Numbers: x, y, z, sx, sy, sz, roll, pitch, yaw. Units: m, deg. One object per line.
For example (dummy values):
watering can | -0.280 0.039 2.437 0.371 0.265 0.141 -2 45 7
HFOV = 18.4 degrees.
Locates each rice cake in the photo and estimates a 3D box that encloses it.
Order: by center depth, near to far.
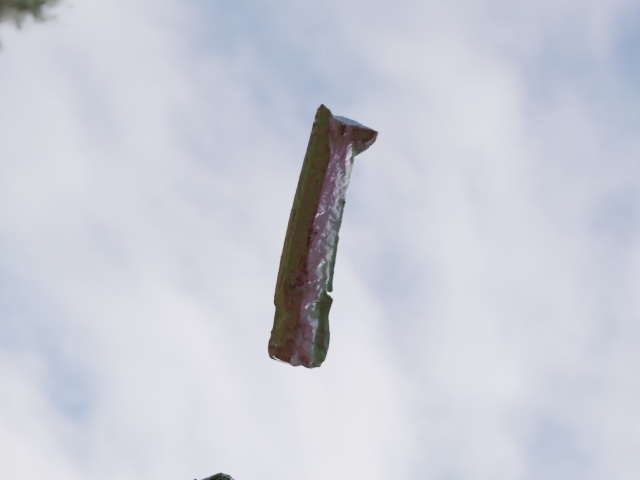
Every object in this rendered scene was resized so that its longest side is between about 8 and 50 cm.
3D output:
rice cake | -0.002 0.001 2.114 0.081 0.051 0.290 24 -73 42

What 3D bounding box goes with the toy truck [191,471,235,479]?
toy truck | -0.072 0.300 1.711 0.074 0.088 0.202 54 17 -58
